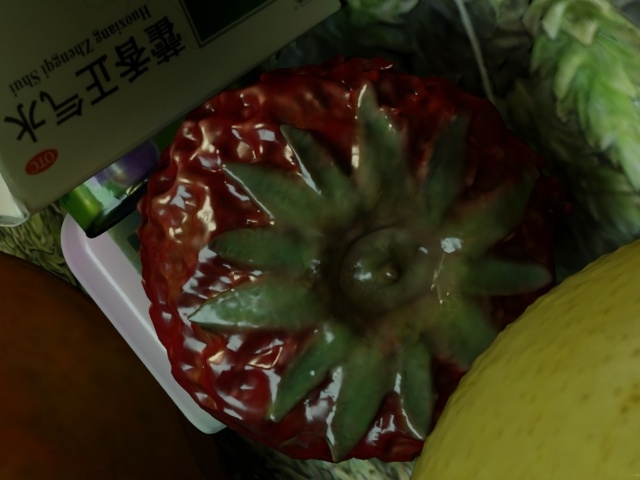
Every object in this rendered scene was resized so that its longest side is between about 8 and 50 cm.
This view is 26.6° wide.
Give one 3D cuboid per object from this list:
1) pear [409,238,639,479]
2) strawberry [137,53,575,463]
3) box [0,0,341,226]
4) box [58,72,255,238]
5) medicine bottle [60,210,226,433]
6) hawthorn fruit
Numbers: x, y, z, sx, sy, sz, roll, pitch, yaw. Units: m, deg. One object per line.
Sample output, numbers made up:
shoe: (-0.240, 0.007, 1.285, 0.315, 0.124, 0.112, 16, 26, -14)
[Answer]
pear: (0.181, 0.148, 0.438, 0.348, 0.348, 0.348, 33, 145, 27)
strawberry: (0.000, 0.000, 0.689, 0.205, 0.205, 0.244, 59, 172, -13)
box: (-0.116, -0.131, 0.646, 0.095, 0.212, 0.168, 6, 127, 50)
box: (-0.182, -0.172, 0.768, 0.345, 0.134, 0.097, 52, 152, -1)
medicine bottle: (-0.092, 0.005, 0.856, 0.219, 0.115, 0.078, 52, 150, -1)
hawthorn fruit: (-0.279, 0.230, 1.065, 0.472, 0.472, 0.471, 33, 145, 27)
